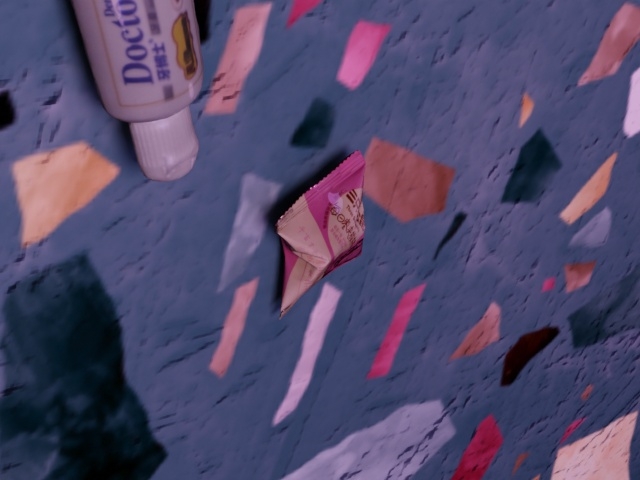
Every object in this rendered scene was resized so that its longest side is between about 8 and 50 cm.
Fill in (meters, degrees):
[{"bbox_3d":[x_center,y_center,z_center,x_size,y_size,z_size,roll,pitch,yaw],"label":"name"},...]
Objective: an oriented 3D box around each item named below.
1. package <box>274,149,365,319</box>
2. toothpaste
[{"bbox_3d":[0.000,0.000,0.750,0.059,0.029,0.083,-40,153,-26],"label":"package"},{"bbox_3d":[-0.074,-0.125,0.558,0.067,0.037,0.255,-27,135,-20],"label":"toothpaste"}]
